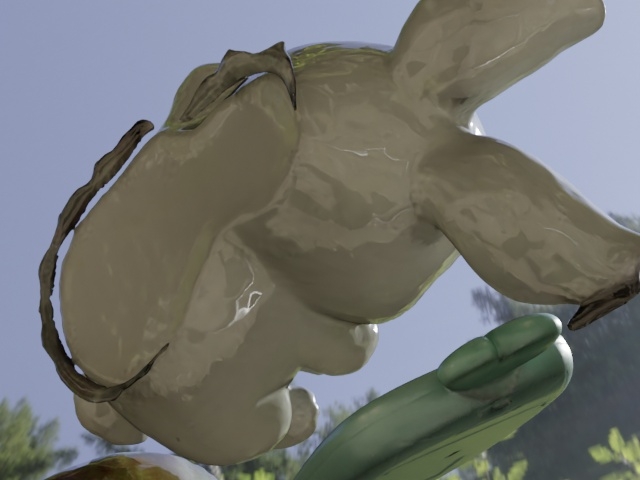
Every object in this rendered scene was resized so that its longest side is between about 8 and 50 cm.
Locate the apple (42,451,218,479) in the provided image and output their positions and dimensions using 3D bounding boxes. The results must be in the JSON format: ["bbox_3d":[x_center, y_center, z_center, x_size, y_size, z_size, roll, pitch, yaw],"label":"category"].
[{"bbox_3d":[-0.110,0.221,0.788,0.120,0.265,0.193,15,-86,36],"label":"apple"}]

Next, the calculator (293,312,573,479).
[{"bbox_3d":[0.036,0.065,0.473,0.095,0.153,0.021,-19,-108,-27],"label":"calculator"}]

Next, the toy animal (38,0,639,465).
[{"bbox_3d":[-0.004,-0.005,0.698,0.325,0.154,0.208,-19,-109,37],"label":"toy animal"}]
